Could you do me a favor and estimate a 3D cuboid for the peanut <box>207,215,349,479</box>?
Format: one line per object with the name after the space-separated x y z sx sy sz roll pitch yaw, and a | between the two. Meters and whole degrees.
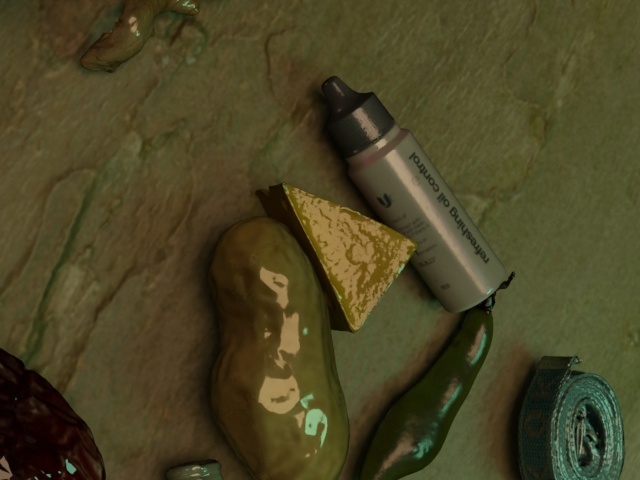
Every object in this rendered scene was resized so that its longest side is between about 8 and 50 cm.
-0.052 0.133 1.180 0.147 0.147 0.319 -12 95 -23 | peanut

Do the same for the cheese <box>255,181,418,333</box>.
0.000 0.000 1.232 0.171 0.093 0.126 43 75 -15 | cheese

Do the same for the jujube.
-0.374 0.186 1.019 0.342 0.216 0.216 39 74 -11 | jujube

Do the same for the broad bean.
0.138 0.179 1.303 0.325 0.067 0.075 -56 138 -17 | broad bean

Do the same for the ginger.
-0.149 -0.279 1.200 0.089 0.075 0.288 47 68 -19 | ginger

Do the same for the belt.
0.308 0.244 1.356 0.147 0.082 0.163 36 67 -28 | belt

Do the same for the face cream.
0.098 -0.061 1.279 0.092 0.092 0.311 -40 101 -19 | face cream

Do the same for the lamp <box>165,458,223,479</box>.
-0.122 0.332 1.167 0.106 0.106 0.193 -4 79 -23 | lamp
